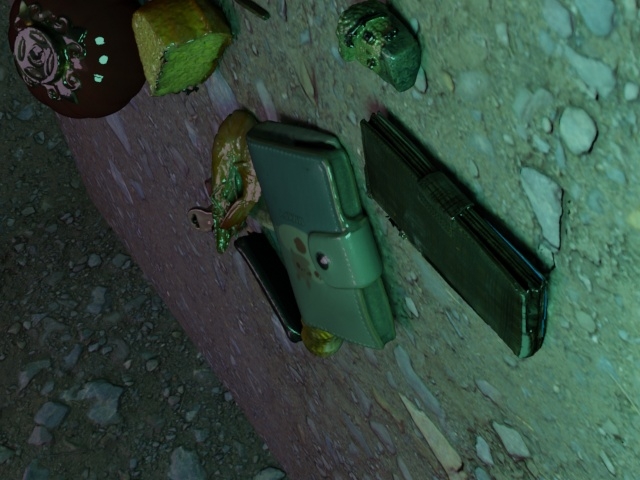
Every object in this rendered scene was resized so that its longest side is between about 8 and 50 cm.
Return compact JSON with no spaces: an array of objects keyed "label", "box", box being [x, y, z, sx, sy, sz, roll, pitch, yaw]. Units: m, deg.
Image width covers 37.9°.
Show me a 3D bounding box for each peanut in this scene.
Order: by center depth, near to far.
[{"label":"peanut","box":[0.008,0.152,1.700,0.087,0.087,0.207,53,164,21]}]

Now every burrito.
[{"label":"burrito","box":[-0.110,-0.075,1.683,0.275,0.059,0.082,35,118,49]}]

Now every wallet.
[{"label":"wallet","box":[0.153,-0.008,1.110,0.317,0.044,0.169,50,164,33]},{"label":"wallet","box":[0.000,0.000,1.440,0.252,0.083,0.360,20,133,54]},{"label":"wallet","box":[-0.090,0.088,1.847,0.250,0.044,0.149,59,-167,4]}]

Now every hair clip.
[{"label":"hair clip","box":[-0.212,-0.068,2.046,0.138,0.102,0.123,0,126,33]}]

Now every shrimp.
[{"label":"shrimp","box":[-0.147,-0.095,1.637,0.145,0.061,0.267,35,117,40]}]

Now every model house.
[{"label":"model house","box":[0.065,-0.206,0.999,0.083,0.066,0.079,50,162,25]}]

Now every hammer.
[{"label":"hammer","box":[-0.157,-0.383,1.403,0.292,0.029,0.058,42,157,41]}]

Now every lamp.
[{"label":"lamp","box":[-0.483,-0.395,1.874,0.303,0.257,0.303,13,118,25]}]

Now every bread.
[{"label":"bread","box":[-0.233,-0.335,1.518,0.134,0.129,0.260,66,162,6]}]
